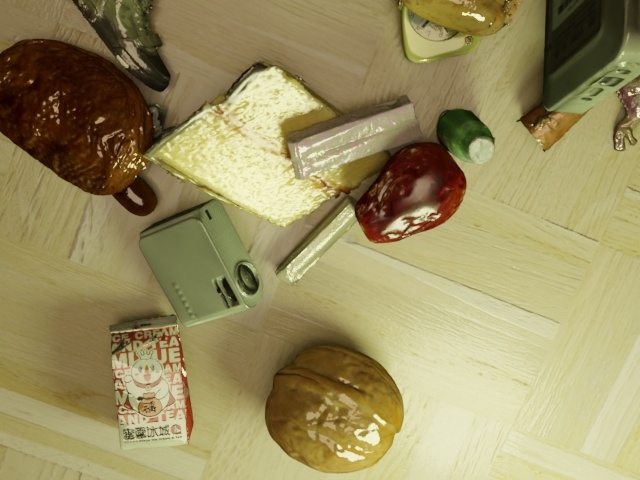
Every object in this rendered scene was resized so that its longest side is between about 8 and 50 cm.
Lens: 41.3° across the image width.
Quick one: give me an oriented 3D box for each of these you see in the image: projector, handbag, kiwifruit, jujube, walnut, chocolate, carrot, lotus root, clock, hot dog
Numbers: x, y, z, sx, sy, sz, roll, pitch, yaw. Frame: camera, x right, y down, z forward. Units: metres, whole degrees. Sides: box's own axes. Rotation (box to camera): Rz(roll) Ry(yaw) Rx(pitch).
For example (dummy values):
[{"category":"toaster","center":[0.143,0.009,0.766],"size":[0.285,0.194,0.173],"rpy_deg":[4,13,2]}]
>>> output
[{"category":"projector","center":[-0.262,0.053,1.894],"size":[0.198,0.108,0.250],"rpy_deg":[-20,103,34]},{"category":"handbag","center":[-0.390,0.322,1.974],"size":[0.171,0.151,0.298],"rpy_deg":[-4,96,-5]},{"category":"kiwifruit","center":[-0.421,-0.107,1.906],"size":[0.124,0.075,0.075],"rpy_deg":[41,98,-7]},{"category":"jujube","center":[0.196,-0.099,1.878],"size":[0.255,0.190,0.190],"rpy_deg":[-33,102,9]},{"category":"walnut","center":[0.031,0.384,1.941],"size":[0.313,0.252,0.277],"rpy_deg":[28,101,2]},{"category":"chocolate","center":[0.315,-0.213,1.795],"size":[0.110,0.291,0.110],"rpy_deg":[0,105,0]},{"category":"carrot","center":[0.565,-0.309,1.866],"size":[0.263,0.102,0.102],"rpy_deg":[-38,101,14]},{"category":"lotus root","center":[0.271,-0.517,1.731],"size":[0.284,0.146,0.160],"rpy_deg":[20,82,-3]},{"category":"clock","center":[0.249,-0.509,1.840],"size":[0.170,0.069,0.232],"rpy_deg":[-11,102,1]},{"category":"hot dog","center":[-0.524,-0.263,1.810],"size":[0.387,0.174,0.267],"rpy_deg":[34,104,6]}]

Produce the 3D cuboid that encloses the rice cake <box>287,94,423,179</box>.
[{"category":"rice cake","center":[0.073,-0.224,1.825],"size":[0.297,0.050,0.106],"rpy_deg":[-20,130,-9]}]

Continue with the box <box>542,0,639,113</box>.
[{"category":"box","center":[0.541,-0.475,1.649],"size":[0.111,0.396,0.397],"rpy_deg":[6,81,-5]}]

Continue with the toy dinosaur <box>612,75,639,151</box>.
[{"category":"toy dinosaur","center":[0.678,-0.338,1.895],"size":[0.199,0.072,0.251],"rpy_deg":[-31,110,13]}]

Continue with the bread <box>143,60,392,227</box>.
[{"category":"bread","center":[-0.095,-0.181,1.829],"size":[0.405,0.242,0.346],"rpy_deg":[42,99,-5]}]

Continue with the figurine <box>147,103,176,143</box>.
[{"category":"figurine","center":[-0.372,-0.250,1.869],"size":[0.094,0.082,0.086],"rpy_deg":[-33,123,5]}]

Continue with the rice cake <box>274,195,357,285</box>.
[{"category":"rice cake","center":[0.000,0.000,1.954],"size":[0.057,0.052,0.256],"rpy_deg":[43,98,-13]}]

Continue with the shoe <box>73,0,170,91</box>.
[{"category":"shoe","center":[-0.393,-0.467,1.804],"size":[0.149,0.109,0.293],"rpy_deg":[-40,96,13]}]
